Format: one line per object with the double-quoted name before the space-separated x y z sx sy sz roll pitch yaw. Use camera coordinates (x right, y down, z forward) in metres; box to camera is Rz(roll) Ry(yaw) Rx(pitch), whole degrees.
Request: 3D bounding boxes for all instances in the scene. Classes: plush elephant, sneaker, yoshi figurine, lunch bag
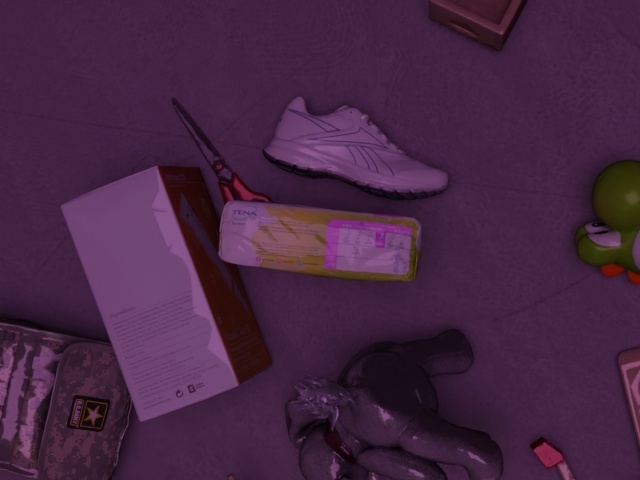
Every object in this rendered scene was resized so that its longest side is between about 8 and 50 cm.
"plush elephant" 0.077 0.304 1.820 0.330 0.255 0.272 4 46 -26
"sneaker" 0.062 -0.142 1.877 0.297 0.111 0.129 17 86 4
"yoshi figurine" 0.561 -0.051 1.794 0.362 0.203 0.203 -8 79 7
"lunch bag" -0.438 0.254 1.897 0.287 0.169 0.235 12 88 -2

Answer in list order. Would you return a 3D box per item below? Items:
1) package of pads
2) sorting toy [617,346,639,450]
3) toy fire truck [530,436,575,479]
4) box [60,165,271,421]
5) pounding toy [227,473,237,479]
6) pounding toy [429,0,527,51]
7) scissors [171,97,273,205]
"package of pads" 0.000 0.000 1.807 0.296 0.229 0.101 5 91 1
"sorting toy" 0.579 0.255 1.866 0.193 0.038 0.208 -14 85 5
"toy fire truck" 0.366 0.421 1.878 0.135 0.047 0.192 -41 87 3
"box" -0.230 0.074 1.841 0.168 0.215 0.345 -21 89 11
"pounding toy" -0.102 0.447 1.895 0.130 0.100 0.141 21 92 4
"pounding toy" 0.247 -0.430 1.866 0.181 0.094 0.206 27 84 10
"scissors" -0.146 -0.109 1.939 0.109 0.021 0.297 -20 87 8
